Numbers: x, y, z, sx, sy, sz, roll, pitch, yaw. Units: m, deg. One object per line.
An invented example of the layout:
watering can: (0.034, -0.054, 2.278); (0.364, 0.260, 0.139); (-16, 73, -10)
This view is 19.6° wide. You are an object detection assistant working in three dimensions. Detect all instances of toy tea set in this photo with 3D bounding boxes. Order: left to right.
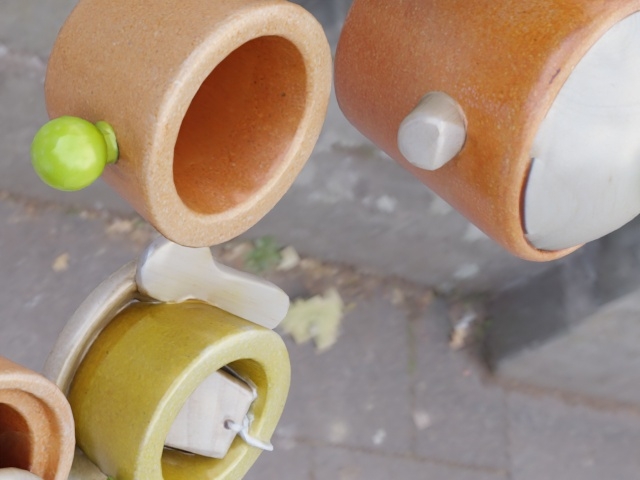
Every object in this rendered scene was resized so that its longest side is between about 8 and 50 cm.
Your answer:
toy tea set: (0.000, 0.000, 0.535); (0.336, 0.124, 0.200); (-51, 148, -13)
